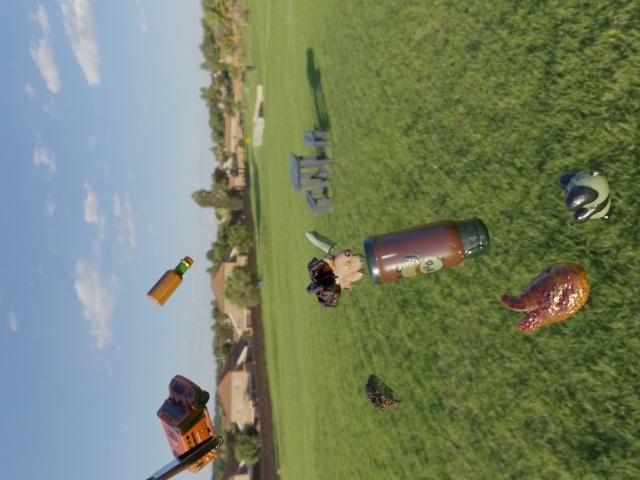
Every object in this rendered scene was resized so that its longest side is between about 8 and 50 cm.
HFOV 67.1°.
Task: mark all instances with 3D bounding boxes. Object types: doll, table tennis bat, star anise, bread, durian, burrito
[{"bbox_3d":[0.104,0.097,2.102,0.303,0.201,0.156,-52,11,53],"label":"doll"},{"bbox_3d":[-0.425,0.640,1.321,0.051,0.268,0.415,58,-171,9],"label":"table tennis bat"},{"bbox_3d":[0.004,0.148,1.755,0.220,0.126,0.190,61,-160,-51],"label":"star anise"},{"bbox_3d":[0.622,0.162,1.338,0.269,0.095,0.139,-44,61,39],"label":"bread"},{"bbox_3d":[0.871,-0.145,1.577,0.135,0.234,0.143,-21,53,29],"label":"doll"},{"bbox_3d":[0.211,0.565,1.748,0.091,0.148,0.188,-49,-16,1],"label":"durian"},{"bbox_3d":[-0.001,0.001,1.691,0.044,0.118,0.074,-63,-9,20],"label":"burrito"}]

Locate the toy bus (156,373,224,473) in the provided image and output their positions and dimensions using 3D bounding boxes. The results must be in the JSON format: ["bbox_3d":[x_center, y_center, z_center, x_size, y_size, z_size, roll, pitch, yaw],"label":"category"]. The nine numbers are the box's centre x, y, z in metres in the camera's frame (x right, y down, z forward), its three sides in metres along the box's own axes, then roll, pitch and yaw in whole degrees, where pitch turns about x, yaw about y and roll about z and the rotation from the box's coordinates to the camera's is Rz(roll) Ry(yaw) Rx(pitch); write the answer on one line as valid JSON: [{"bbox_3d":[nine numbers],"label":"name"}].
[{"bbox_3d":[-0.449,0.621,1.639,0.143,0.153,0.329,16,124,34],"label":"toy bus"}]

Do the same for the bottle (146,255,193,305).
[{"bbox_3d":[-0.497,0.131,1.623,0.187,0.069,0.069,-52,-3,-22],"label":"bottle"}]

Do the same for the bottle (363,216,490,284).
[{"bbox_3d":[0.294,0.018,1.345,0.144,0.336,0.144,-15,-90,-81],"label":"bottle"}]
